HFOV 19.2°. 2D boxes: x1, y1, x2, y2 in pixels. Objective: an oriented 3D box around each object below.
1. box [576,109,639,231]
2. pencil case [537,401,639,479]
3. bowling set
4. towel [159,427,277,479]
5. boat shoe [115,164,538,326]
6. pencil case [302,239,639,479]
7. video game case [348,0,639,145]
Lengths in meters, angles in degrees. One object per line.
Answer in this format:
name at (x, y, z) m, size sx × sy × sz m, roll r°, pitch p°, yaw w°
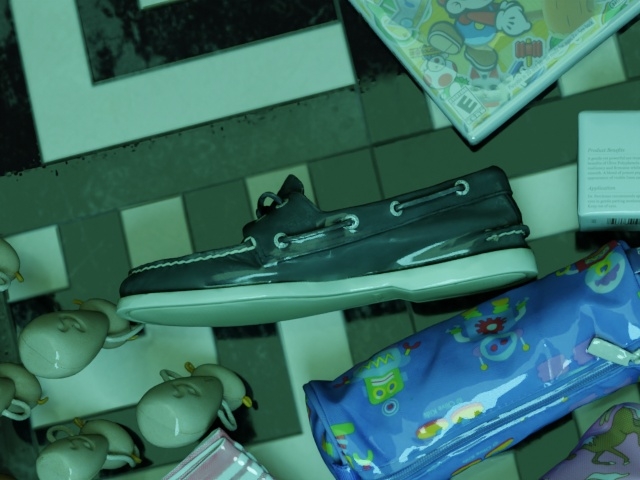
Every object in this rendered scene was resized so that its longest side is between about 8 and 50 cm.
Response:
box at (0.257, -0.055, 1.520) m, size 0.101 × 0.102 × 0.087 m, roll 0°, pitch 83°, yaw 7°
pencil case at (0.131, 0.278, 1.409) m, size 0.386 × 0.160 × 0.167 m, roll -30°, pitch 78°, yaw -16°
bowling set at (-0.227, 0.133, 1.547) m, size 0.287 × 0.154 × 0.200 m, roll 35°, pitch 105°, yaw 9°
towel at (-0.058, 0.251, 1.496) m, size 0.144 × 0.029 × 0.197 m, roll -41°, pitch 106°, yaw 19°
boat shoe at (0.000, -0.001, 1.531) m, size 0.340 × 0.127 × 0.113 m, roll -8°, pitch 79°, yaw 4°
pencil case at (0.138, 0.110, 1.495) m, size 0.306 × 0.133 × 0.119 m, roll -25°, pitch 112°, yaw 3°
video game case at (0.151, -0.228, 1.598) m, size 0.227 × 0.026 × 0.206 m, roll -39°, pitch 79°, yaw 0°
